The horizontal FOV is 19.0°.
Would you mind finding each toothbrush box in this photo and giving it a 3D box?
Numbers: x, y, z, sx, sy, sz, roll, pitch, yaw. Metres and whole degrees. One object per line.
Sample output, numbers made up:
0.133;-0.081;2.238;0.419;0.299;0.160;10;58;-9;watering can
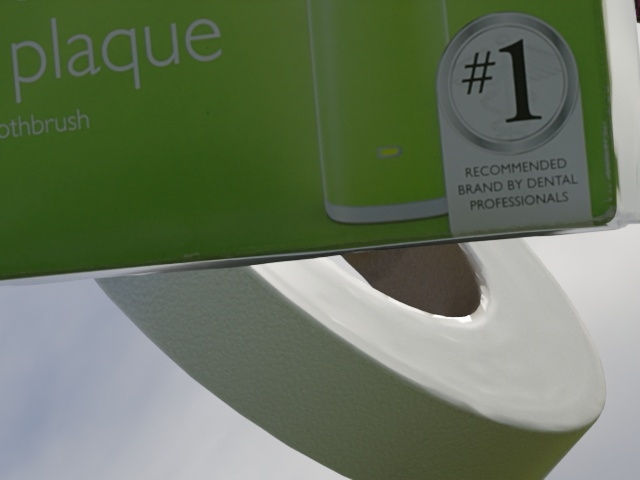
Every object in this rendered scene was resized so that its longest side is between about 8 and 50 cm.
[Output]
-0.029;-0.134;0.512;0.206;0.283;0.122;-4;-2;14;toothbrush box

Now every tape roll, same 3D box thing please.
0.000;0.000;1.143;0.072;0.392;0.392;-52;-29;20;tape roll

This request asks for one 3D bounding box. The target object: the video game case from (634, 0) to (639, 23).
0.108;-0.234;0.739;0.042;0.210;0.232;6;-60;-39;video game case
